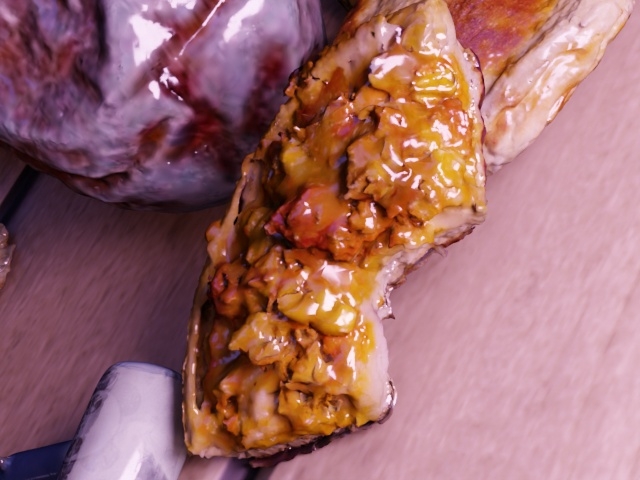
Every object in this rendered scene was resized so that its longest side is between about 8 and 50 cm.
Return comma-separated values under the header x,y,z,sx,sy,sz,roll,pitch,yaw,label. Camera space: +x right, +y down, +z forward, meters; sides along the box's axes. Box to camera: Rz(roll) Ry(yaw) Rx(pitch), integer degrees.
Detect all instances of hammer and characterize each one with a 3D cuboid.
x,y,z,sx,sy,sz,roll,pitch,yaw,label
-0.158,0.143,1.138,0.194,0.069,0.116,-18,44,49,hammer

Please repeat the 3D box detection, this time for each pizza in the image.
x,y,z,sx,sy,sz,roll,pitch,yaw,label
0.000,0.000,1.013,0.161,0.085,0.305,37,104,41,pizza

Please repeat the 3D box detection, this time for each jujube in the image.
x,y,z,sx,sy,sz,roll,pitch,yaw,label
-0.130,-0.151,1.231,0.308,0.215,0.246,47,116,28,jujube

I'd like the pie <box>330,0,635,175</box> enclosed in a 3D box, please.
x,y,z,sx,sy,sz,roll,pitch,yaw,label
0.097,-0.128,1.093,0.179,0.084,0.205,-42,38,11,pie

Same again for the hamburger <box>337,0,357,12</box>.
x,y,z,sx,sy,sz,roll,pitch,yaw,label
0.071,-0.293,1.181,0.309,0.211,0.132,-30,33,28,hamburger

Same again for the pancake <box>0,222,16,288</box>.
x,y,z,sx,sy,sz,roll,pitch,yaw,label
-0.342,0.111,1.371,0.266,0.057,0.244,-36,36,16,pancake
